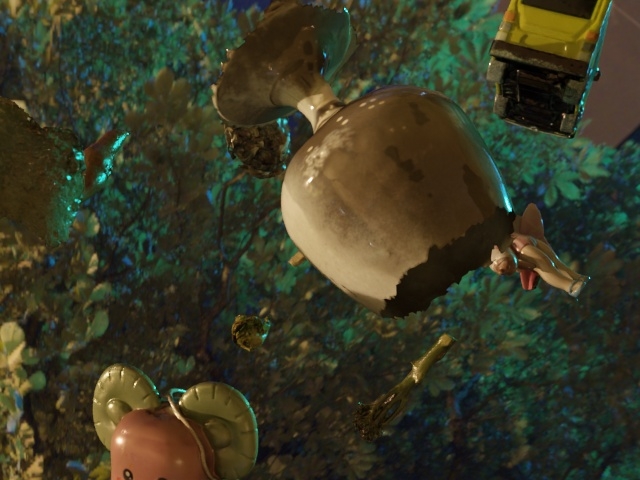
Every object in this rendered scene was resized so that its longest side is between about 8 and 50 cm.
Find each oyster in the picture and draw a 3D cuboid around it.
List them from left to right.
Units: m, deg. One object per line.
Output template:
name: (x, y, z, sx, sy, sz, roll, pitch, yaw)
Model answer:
oyster: (-0.112, -0.239, 1.469, 0.199, 0.252, 0.087, -2, -152, -42)

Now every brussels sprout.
brussels sprout: (-0.128, 0.167, 1.368, 0.085, 0.085, 0.058, 1, -143, -20)

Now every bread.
bread: (0.000, 0.000, 1.575, 0.028, 0.154, 0.068, 50, -162, 6)

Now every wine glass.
wine glass: (0.045, -0.086, 0.809, 0.238, 0.238, 0.323, -22, -113, -30)

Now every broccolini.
broccolini: (0.127, 0.222, 1.188, 0.058, 0.216, 0.067, 41, -168, 23)

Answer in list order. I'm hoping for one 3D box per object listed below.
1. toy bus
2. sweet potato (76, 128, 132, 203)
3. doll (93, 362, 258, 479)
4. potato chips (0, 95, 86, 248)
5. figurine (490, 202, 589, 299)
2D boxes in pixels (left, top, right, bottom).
toy bus: (0.313, -0.243, 1.028, 0.128, 0.262, 0.150, 20, -94, 18)
sweet potato: (-0.427, -0.149, 1.443, 0.067, 0.067, 0.274, 23, -140, -6)
doll: (-0.223, 0.322, 1.179, 0.284, 0.268, 0.216, 8, -163, 17)
potato chips: (-0.424, -0.103, 1.087, 0.167, 0.228, 0.059, -53, -138, -1)
figurine: (0.322, 0.027, 1.279, 0.260, 0.103, 0.205, 34, -138, 18)
